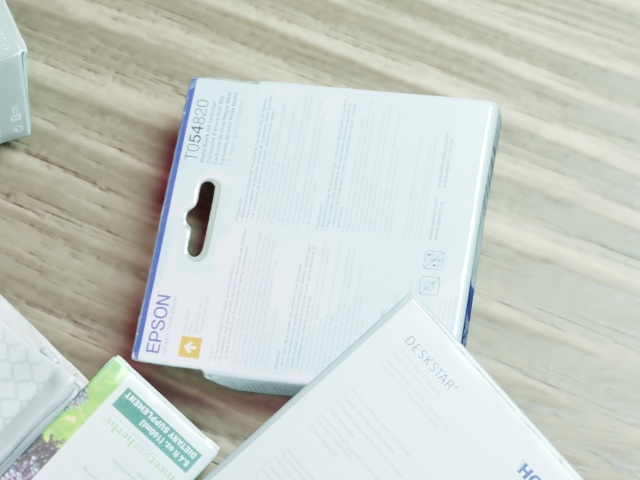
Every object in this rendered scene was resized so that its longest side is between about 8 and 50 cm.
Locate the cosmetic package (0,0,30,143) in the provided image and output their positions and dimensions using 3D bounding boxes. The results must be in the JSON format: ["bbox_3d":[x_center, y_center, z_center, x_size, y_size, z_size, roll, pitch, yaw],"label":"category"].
[{"bbox_3d":[-0.339,-0.116,1.419,0.238,0.107,0.127,-17,57,-17],"label":"cosmetic package"}]

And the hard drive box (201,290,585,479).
[{"bbox_3d":[0.036,0.178,1.243,0.232,0.089,0.181,-42,74,2],"label":"hard drive box"}]

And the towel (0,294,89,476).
[{"bbox_3d":[-0.371,0.127,1.391,0.317,0.053,0.332,38,79,22],"label":"towel"}]

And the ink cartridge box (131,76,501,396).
[{"bbox_3d":[0.000,0.000,1.373,0.224,0.045,0.223,7,71,13],"label":"ink cartridge box"}]

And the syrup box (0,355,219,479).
[{"bbox_3d":[-0.180,0.194,1.289,0.093,0.096,0.237,43,79,1],"label":"syrup box"}]
